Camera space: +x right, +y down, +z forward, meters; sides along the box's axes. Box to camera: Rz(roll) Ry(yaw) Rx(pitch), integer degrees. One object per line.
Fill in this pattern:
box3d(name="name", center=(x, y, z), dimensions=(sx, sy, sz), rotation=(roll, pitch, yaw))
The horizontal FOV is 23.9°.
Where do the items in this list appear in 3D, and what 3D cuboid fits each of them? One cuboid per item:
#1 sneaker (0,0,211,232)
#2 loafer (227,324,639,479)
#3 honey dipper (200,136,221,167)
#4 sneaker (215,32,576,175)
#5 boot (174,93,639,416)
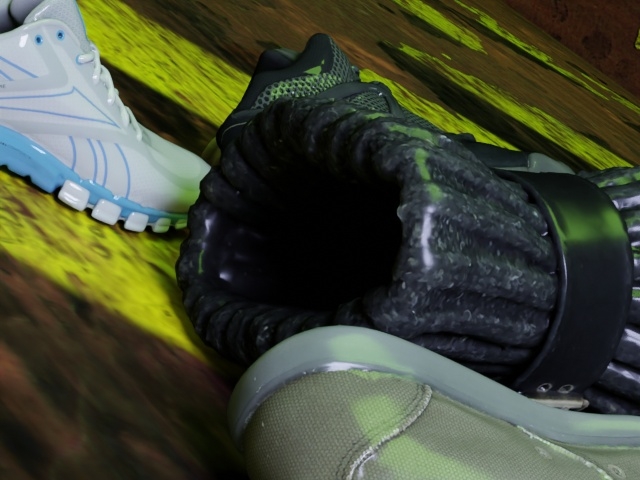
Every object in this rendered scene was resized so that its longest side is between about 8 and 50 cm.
box3d(name="sneaker", center=(-0.116, -0.067, 0.679), dimensions=(0.190, 0.083, 0.071), rotation=(23, 16, -33))
box3d(name="loafer", center=(0.082, 0.111, 0.536), dimensions=(0.251, 0.094, 0.087), rotation=(18, 38, -21))
box3d(name="honey dipper", center=(0.000, 0.000, 0.802), dimensions=(0.160, 0.030, 0.030), rotation=(42, 18, 19))
box3d(name="sneaker", center=(0.041, -0.047, 0.794), dimensions=(0.227, 0.087, 0.130), rotation=(-1, 50, -37))
box3d(name="boot", center=(0.133, 0.008, 0.590), dimensions=(0.260, 0.348, 0.131), rotation=(26, 55, -34))
